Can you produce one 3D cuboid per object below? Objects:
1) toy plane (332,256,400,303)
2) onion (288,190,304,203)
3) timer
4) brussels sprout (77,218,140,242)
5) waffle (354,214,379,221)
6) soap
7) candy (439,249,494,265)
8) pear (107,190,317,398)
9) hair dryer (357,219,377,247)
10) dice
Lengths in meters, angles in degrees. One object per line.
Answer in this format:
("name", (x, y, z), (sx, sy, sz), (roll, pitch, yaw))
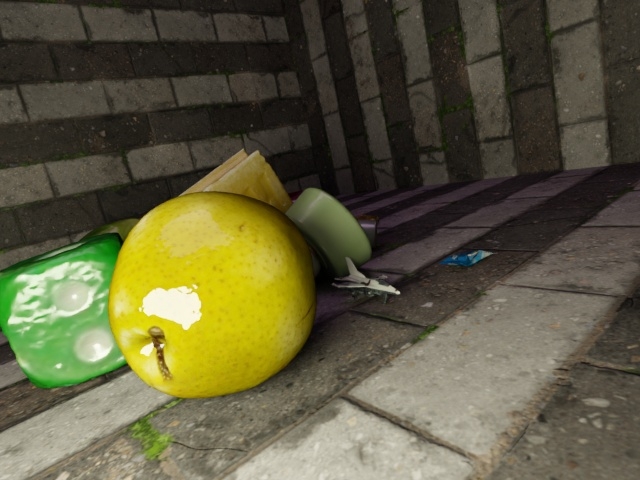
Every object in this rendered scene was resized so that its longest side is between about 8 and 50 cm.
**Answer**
("toy plane", (0.122, 0.116, 1.018), (0.159, 0.083, 0.234), (-7, 22, -28))
("onion", (-0.148, -0.114, 1.887), (0.357, 0.345, 0.359), (-12, 43, 11))
("timer", (-0.055, 0.046, 1.186), (0.315, 0.291, 0.290), (-41, 20, -17))
("brussels sprout", (-0.820, 0.085, 1.608), (0.371, 0.276, 0.315), (-45, 4, -13))
("waffle", (0.149, -0.077, 1.991), (0.290, 0.051, 0.291), (-12, 12, 3))
("soap", (-0.259, -0.079, 1.257), (0.335, 0.294, 0.156), (-41, 34, -22))
("candy", (0.406, 0.050, 1.108), (0.136, 0.038, 0.088), (-10, -5, -26))
("pear", (-0.179, 0.085, 0.744), (0.362, 0.363, 0.418), (-7, 14, 26))
("hair dryer", (0.151, -0.028, 1.649), (0.172, 0.108, 0.357), (4, 2, 11))
("dice", (-0.582, 0.161, 0.988), (0.286, 0.300, 0.297), (-23, 16, -30))
